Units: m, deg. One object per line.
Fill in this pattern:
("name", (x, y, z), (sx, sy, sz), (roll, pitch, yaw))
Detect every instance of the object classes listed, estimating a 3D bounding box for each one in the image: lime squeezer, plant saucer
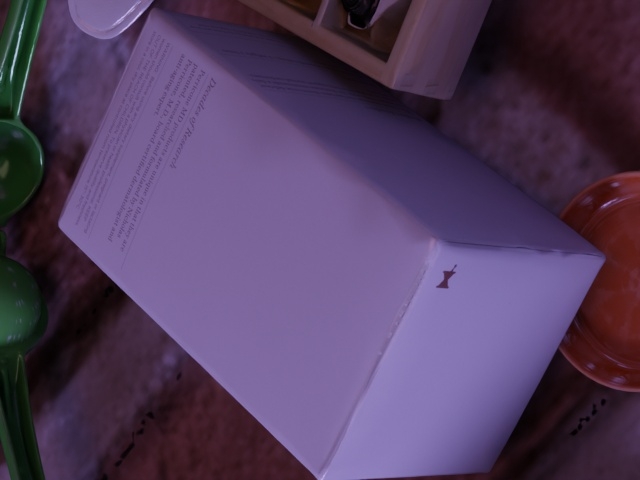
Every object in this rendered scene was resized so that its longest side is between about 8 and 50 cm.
("lime squeezer", (-0.140, 0.002, 0.868), (0.110, 0.059, 0.310), (-2, 87, 42))
("plant saucer", (0.122, 0.015, 0.703), (0.083, 0.013, 0.083), (-2, 87, 38))

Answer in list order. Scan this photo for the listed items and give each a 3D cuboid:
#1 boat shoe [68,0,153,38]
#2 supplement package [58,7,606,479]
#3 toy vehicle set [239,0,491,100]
("boat shoe", (-0.077, -0.151, 0.845), (0.046, 0.038, 0.125), (24, 107, 7))
("supplement package", (0.000, 0.000, 0.728), (0.179, 0.105, 0.105), (40, 112, 37))
("toy vehicle set", (0.037, -0.210, 0.746), (0.166, 0.035, 0.266), (34, 107, 43))
